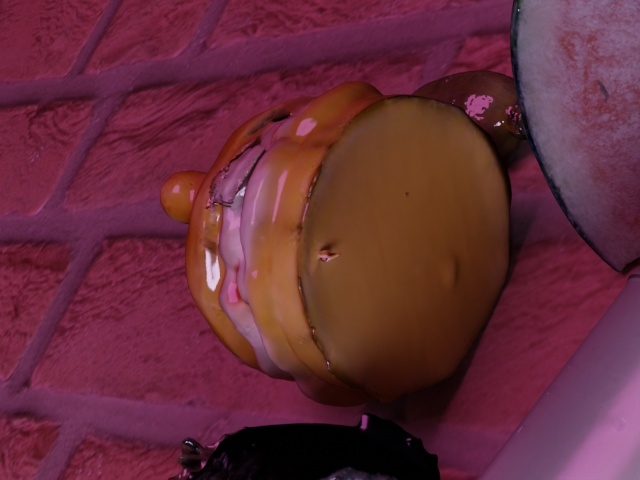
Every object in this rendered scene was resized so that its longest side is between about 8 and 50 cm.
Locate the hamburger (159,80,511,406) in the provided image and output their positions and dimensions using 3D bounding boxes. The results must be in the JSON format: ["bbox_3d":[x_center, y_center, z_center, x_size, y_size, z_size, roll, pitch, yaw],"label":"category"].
[{"bbox_3d":[0.000,0.000,1.495,0.237,0.276,0.276,5,62,45],"label":"hamburger"}]

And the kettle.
[{"bbox_3d":[0.195,0.203,1.131,0.205,0.265,0.318,32,84,28],"label":"kettle"}]

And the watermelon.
[{"bbox_3d":[0.303,-0.133,1.392,0.283,0.292,0.250,-44,-22,-37],"label":"watermelon"}]

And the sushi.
[{"bbox_3d":[-0.033,0.238,1.330,0.225,0.238,0.218,-46,23,-23],"label":"sushi"}]

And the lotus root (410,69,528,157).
[{"bbox_3d":[0.137,-0.113,1.615,0.183,0.077,0.090,-1,58,55],"label":"lotus root"}]
